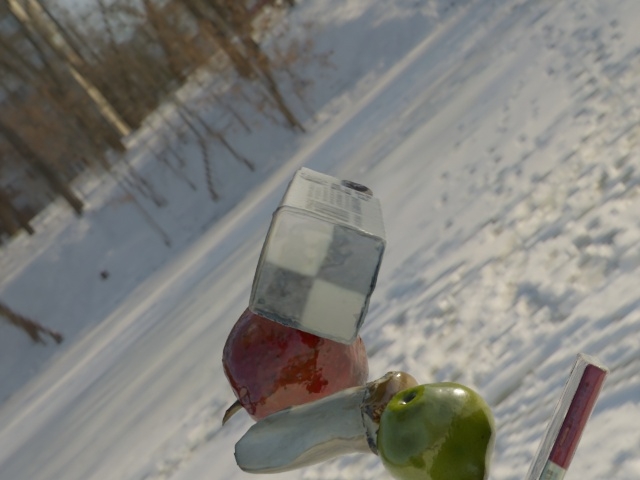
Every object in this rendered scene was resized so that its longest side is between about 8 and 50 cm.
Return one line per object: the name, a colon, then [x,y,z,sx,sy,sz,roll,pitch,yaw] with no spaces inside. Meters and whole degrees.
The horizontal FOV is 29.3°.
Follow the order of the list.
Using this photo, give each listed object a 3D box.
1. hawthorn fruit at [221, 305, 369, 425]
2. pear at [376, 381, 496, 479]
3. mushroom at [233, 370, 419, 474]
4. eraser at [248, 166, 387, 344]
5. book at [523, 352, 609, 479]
hawthorn fruit: [-0.044,0.152,1.472,0.200,0.179,0.179,-36,6,-1]
pear: [0.088,0.154,0.929,0.092,0.097,0.092,-25,12,5]
mushroom: [0.008,0.188,1.194,0.209,0.084,0.071,-20,-12,34]
eraser: [0.000,0.000,1.146,0.404,0.098,0.096,-80,9,-83]
book: [0.145,0.189,0.848,0.232,0.022,0.162,-67,-11,2]
